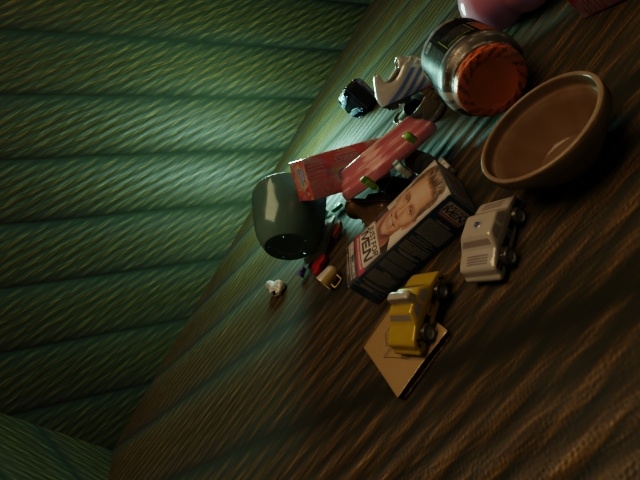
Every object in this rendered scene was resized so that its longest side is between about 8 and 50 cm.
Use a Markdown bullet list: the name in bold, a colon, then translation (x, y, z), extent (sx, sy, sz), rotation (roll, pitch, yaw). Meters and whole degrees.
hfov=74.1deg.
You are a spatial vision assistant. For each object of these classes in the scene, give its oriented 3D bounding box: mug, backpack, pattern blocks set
- **mug**: translation (0.035, 0.120, 1.363), extent (0.064, 0.078, 0.062), rotation (-52, -13, -8)
- **backpack**: translation (0.173, -0.683, 2.060), extent (0.117, 0.158, 0.173), rotation (-53, 7, -11)
- **pattern blocks set**: translation (0.000, 0.000, 1.638), extent (0.285, 0.026, 0.325), rotation (-16, 46, 61)

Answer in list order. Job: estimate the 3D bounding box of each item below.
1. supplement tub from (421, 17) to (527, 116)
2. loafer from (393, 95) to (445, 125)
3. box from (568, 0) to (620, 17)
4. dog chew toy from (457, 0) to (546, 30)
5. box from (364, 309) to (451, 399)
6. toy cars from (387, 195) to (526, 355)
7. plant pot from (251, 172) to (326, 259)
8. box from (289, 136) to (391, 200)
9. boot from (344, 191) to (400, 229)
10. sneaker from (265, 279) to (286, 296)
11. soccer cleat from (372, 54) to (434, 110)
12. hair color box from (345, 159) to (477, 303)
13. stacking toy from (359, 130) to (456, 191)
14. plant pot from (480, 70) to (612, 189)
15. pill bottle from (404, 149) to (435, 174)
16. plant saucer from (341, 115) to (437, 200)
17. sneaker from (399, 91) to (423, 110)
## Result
- **supplement tub**: translation (0.398, -0.459, 1.121), extent (0.207, 0.207, 0.338), rotation (-47, 22, 27)
- **loafer**: translation (0.321, -0.446, 1.450), extent (0.094, 0.087, 0.251), rotation (-61, 20, -8)
- **box**: translation (0.565, -0.631, 0.906), extent (0.128, 0.257, 0.122), rotation (-60, 18, -5)
- **dog chew toy**: translation (0.551, -0.721, 1.175), extent (0.332, 0.206, 0.206), rotation (0, 60, 58)
- **box**: translation (0.179, 0.219, 0.916), extent (0.164, 0.021, 0.201), rotation (-56, 20, 5)
- **toy cars**: translation (0.253, 0.059, 0.846), extent (0.393, 0.087, 0.176), rotation (-48, 22, 13)
- **plant pot**: translation (-0.117, -0.070, 1.585), extent (0.293, 0.293, 0.235), rotation (-39, 41, 41)
- **box**: translation (0.067, -0.242, 1.445), extent (0.300, 0.142, 0.154), rotation (-20, 11, -19)
- **boot**: translation (0.146, -0.074, 1.313), extent (0.305, 0.112, 0.115), rotation (178, 98, -73)
- **sneaker**: translation (-0.196, 0.201, 1.766), extent (0.152, 0.054, 0.061), rotation (-18, 47, 59)
- **soccer cleat**: translation (0.324, -0.549, 1.368), extent (0.331, 0.143, 0.116), rotation (-28, 19, 0)
- **hair color box**: translation (0.211, -0.017, 1.063), extent (0.347, 0.105, 0.174), rotation (-46, 24, 28)
- **stacking toy**: translation (0.229, -0.166, 1.087), extent (0.167, 0.221, 0.052), rotation (-48, 45, 21)
- **plant pot**: translation (0.429, -0.179, 0.785), extent (0.237, 0.110, 0.237), rotation (-46, 23, 26)
- **pill bottle**: translation (0.293, -0.225, 1.229), extent (0.065, 0.065, 0.116), rotation (-54, 21, 10)
- **plant saucer**: translation (0.181, -0.249, 1.237), extent (0.332, 0.084, 0.332), rotation (-39, 5, 4)
- **sneaker**: translation (0.315, -0.522, 1.567), extent (0.091, 0.094, 0.258), rotation (-61, 1, 20)
